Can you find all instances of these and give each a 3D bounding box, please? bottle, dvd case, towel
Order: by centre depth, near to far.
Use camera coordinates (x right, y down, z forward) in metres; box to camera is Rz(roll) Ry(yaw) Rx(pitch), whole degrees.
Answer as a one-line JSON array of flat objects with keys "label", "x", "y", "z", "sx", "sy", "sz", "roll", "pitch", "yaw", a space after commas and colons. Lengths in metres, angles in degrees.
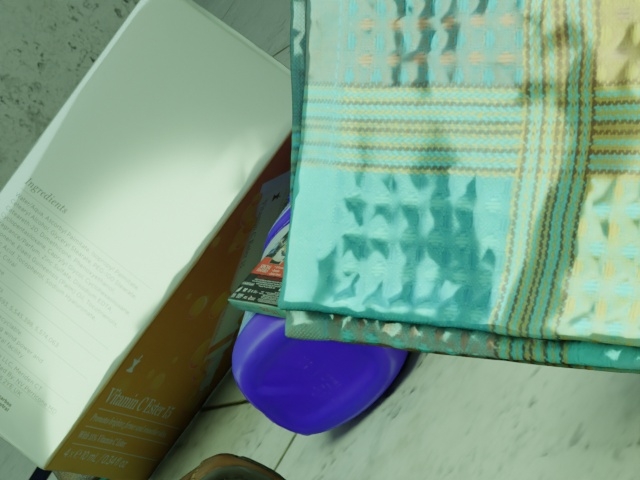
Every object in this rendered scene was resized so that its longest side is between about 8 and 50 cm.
[{"label": "towel", "x": 0.118, "y": -0.084, "z": 0.691, "sx": 0.370, "sy": 0.040, "sz": 0.271, "roll": 3, "pitch": 92, "yaw": 46}, {"label": "dvd case", "x": 0.000, "y": 0.000, "z": 1.135, "sx": 0.119, "sy": 0.013, "sz": 0.087, "roll": -49, "pitch": 20, "yaw": -16}, {"label": "bottle", "x": 0.014, "y": 0.011, "z": 1.249, "sx": 0.118, "sy": 0.092, "sz": 0.283, "roll": -39, "pitch": 19, "yaw": 27}]

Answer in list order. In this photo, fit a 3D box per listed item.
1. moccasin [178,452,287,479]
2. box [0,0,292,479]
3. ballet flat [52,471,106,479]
[{"label": "moccasin", "x": -0.144, "y": 0.283, "z": 1.026, "sx": 0.380, "sy": 0.139, "sz": 0.147, "roll": -59, "pitch": 8, "yaw": -12}, {"label": "box", "x": -0.135, "y": 0.004, "z": 1.438, "sx": 0.345, "sy": 0.168, "sz": 0.215, "roll": -54, "pitch": -19, "yaw": 1}, {"label": "ballet flat", "x": -0.249, "y": 0.153, "z": 1.749, "sx": 0.107, "sy": 0.106, "sz": 0.316, "roll": -54, "pitch": 14, "yaw": 0}]
